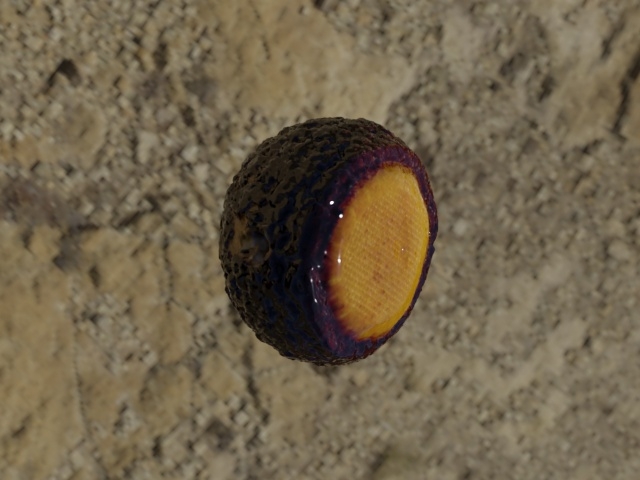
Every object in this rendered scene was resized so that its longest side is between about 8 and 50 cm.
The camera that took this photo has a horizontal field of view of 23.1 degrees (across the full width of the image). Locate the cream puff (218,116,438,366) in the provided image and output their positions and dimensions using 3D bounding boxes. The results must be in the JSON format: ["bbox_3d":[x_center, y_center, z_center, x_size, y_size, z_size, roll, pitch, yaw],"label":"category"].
[{"bbox_3d":[0.000,0.000,1.467,0.239,0.165,0.239,-23,120,-49],"label":"cream puff"}]
